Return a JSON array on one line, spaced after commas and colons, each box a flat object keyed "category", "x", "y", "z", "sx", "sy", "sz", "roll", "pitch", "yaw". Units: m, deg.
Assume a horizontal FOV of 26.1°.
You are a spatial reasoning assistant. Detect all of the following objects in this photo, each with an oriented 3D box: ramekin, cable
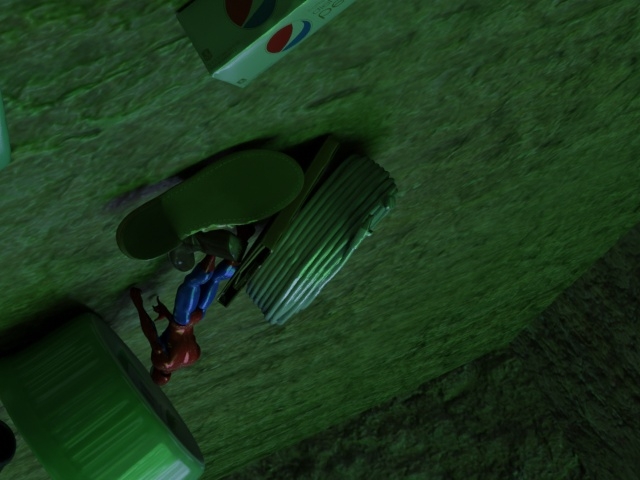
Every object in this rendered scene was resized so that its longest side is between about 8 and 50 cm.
[{"category": "ramekin", "x": -0.287, "y": 0.241, "z": 1.843, "sx": 0.148, "sy": 0.303, "sz": 0.303, "roll": -37, "pitch": 164, "yaw": -3}, {"category": "cable", "x": 0.000, "y": 0.000, "z": 1.836, "sx": 0.257, "sy": 0.089, "sz": 0.257, "roll": -49, "pitch": 180, "yaw": 13}]

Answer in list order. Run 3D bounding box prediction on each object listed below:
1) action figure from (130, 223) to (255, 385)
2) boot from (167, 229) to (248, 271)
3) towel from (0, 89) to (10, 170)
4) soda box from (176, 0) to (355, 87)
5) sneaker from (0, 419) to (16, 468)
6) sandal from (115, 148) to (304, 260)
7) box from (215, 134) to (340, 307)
[{"category": "action figure", "x": -0.195, "y": 0.066, "z": 1.865, "sx": 0.091, "sy": 0.139, "sz": 0.280, "roll": -9, "pitch": 132, "yaw": -46}, {"category": "boot", "x": -0.136, "y": 0.015, "z": 1.709, "sx": 0.106, "sy": 0.114, "sz": 0.037, "roll": 65, "pitch": 42, "yaw": -54}, {"category": "towel", "x": -0.391, "y": -0.082, "z": 1.010, "sx": 0.320, "sy": 0.090, "sz": 0.374, "roll": -29, "pitch": 162, "yaw": -19}, {"category": "soda box", "x": -0.021, "y": -0.233, "z": 1.251, "sx": 0.216, "sy": 0.074, "sz": 0.069, "roll": -36, "pitch": 163, "yaw": 19}, {"category": "sneaker", "x": -0.567, "y": 0.335, "z": 1.987, "sx": 0.295, "sy": 0.105, "sz": 0.147, "roll": -22, "pitch": 162, "yaw": -45}, {"category": "sandal", "x": -0.141, "y": -0.048, "z": 1.642, "sx": 0.240, "sy": 0.088, "sz": 0.079, "roll": -26, "pitch": -163, "yaw": -22}, {"category": "box", "x": -0.054, "y": -0.023, "z": 1.744, "sx": 0.201, "sy": 0.021, "sz": 0.164, "roll": -59, "pitch": -174, "yaw": -37}]
